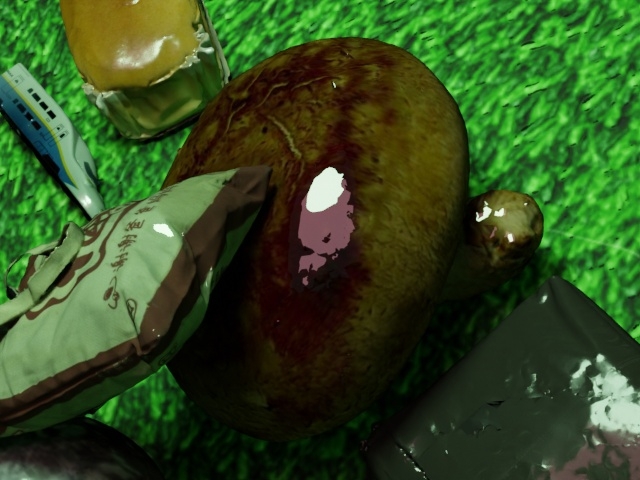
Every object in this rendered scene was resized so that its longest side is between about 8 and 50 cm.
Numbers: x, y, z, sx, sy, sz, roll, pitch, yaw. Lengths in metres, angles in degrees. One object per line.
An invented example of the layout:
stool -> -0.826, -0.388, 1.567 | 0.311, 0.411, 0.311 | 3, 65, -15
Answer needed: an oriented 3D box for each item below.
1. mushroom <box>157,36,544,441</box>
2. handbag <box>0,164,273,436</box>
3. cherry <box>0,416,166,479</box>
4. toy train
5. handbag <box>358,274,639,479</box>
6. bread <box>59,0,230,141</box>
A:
mushroom -> -0.017, -0.013, 1.280 | 0.345, 0.239, 0.345 | -24, 26, 13
handbag -> -0.158, 0.042, 1.140 | 0.235, 0.127, 0.213 | -22, 30, 32
cherry -> -0.237, 0.249, 1.208 | 0.296, 0.218, 0.255 | 16, 64, 43
toy train -> -0.259, -0.093, 1.547 | 0.051, 0.052, 0.234 | -38, 51, -8
handbag -> 0.170, 0.163, 1.155 | 0.223, 0.080, 0.247 | -40, 50, -3
bread -> -0.186, -0.223, 1.563 | 0.136, 0.107, 0.241 | -25, 52, 5
